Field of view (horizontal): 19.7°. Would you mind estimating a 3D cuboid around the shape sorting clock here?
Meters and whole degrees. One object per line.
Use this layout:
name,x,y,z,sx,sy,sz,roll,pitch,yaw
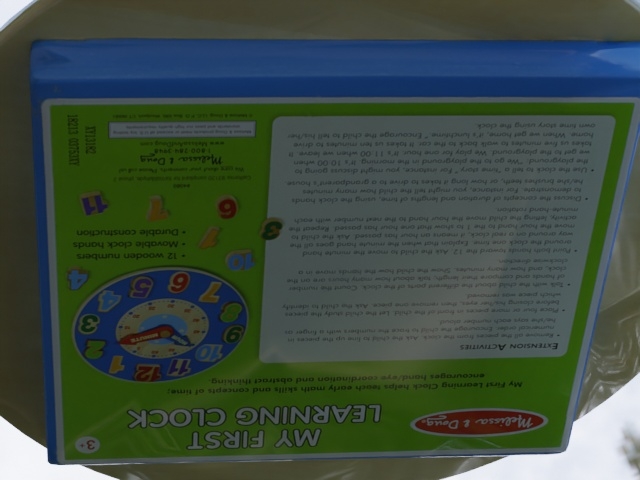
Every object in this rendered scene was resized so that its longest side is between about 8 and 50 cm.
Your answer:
shape sorting clock,0.000,0.000,0.469,0.206,0.206,0.040,-57,-154,33
